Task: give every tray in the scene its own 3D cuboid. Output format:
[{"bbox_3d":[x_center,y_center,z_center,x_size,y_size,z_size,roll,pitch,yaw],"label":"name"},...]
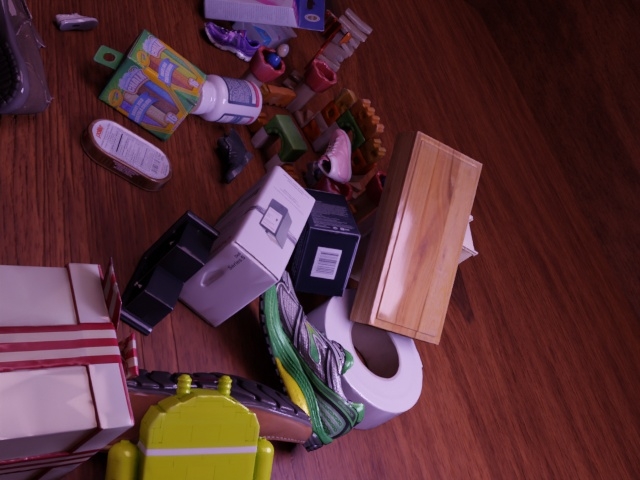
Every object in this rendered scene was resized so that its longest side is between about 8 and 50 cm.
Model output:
[{"bbox_3d":[0.210,-0.002,1.495,0.202,0.076,0.411,20,80,-33],"label":"tray"}]

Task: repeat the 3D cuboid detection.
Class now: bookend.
[{"bbox_3d":[-0.263,0.056,1.206,0.072,0.156,0.157,37,37,-20],"label":"bookend"}]

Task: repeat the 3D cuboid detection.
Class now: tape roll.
[{"bbox_3d":[0.086,0.248,1.486,0.286,0.100,0.286,30,38,-28],"label":"tape roll"}]

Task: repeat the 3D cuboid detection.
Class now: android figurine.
[{"bbox_3d":[-0.180,0.328,1.001,0.248,0.056,0.273,6,90,-29],"label":"android figurine"}]

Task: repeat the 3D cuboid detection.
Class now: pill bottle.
[{"bbox_3d":[-0.234,-0.331,1.642,0.180,0.108,0.108,-4,62,-51],"label":"pill bottle"}]

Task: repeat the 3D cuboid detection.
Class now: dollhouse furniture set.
[{"bbox_3d":[0.014,-0.556,2.008,0.135,0.262,0.259,42,34,-10],"label":"dollhouse furniture set"}]

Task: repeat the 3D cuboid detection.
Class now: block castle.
[{"bbox_3d":[0.001,-0.265,1.763,0.303,0.213,0.453,-5,62,-51],"label":"block castle"}]

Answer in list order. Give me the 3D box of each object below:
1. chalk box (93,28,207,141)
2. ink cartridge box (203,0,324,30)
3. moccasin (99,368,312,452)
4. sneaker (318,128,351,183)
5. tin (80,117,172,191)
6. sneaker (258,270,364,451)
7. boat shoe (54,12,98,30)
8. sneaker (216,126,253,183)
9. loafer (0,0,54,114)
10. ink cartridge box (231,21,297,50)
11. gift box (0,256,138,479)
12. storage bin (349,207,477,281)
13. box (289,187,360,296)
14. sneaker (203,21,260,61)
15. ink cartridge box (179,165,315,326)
[{"bbox_3d":[-0.368,-0.339,1.470,0.213,0.132,0.132,34,37,-24],"label":"chalk box"},{"bbox_3d":[-0.147,-0.714,1.987,0.330,0.071,0.324,4,44,-4],"label":"ink cartridge box"},{"bbox_3d":[-0.182,0.291,1.098,0.380,0.147,0.139,13,5,-38],"label":"moccasin"},{"bbox_3d":[0.029,-0.196,1.574,0.070,0.051,0.134,12,63,-38],"label":"sneaker"},{"bbox_3d":[-0.379,-0.171,1.389,0.189,0.040,0.106,31,35,-28],"label":"tin"},{"bbox_3d":[-0.024,0.209,1.324,0.146,0.134,0.344,-19,75,-10],"label":"sneaker"},{"bbox_3d":[-0.523,-0.472,1.503,0.100,0.035,0.035,-26,82,-49],"label":"boat shoe"},{"bbox_3d":[-0.208,-0.196,1.602,0.089,0.051,0.170,44,30,-11],"label":"sneaker"},{"bbox_3d":[-0.587,-0.378,1.284,0.130,0.133,0.366,33,38,-71],"label":"loafer"},{"bbox_3d":[-0.158,-0.602,2.024,0.104,0.061,0.181,53,35,4],"label":"ink cartridge box"},{"bbox_3d":[-0.388,0.153,0.882,0.258,0.255,0.277,7,60,-44],"label":"gift box"},{"bbox_3d":[0.193,0.001,1.696,0.260,0.262,0.123,27,43,-31],"label":"storage bin"},{"bbox_3d":[0.000,0.000,1.495,0.108,0.153,0.207,9,27,-12],"label":"box"},{"bbox_3d":[-0.235,-0.546,1.875,0.169,0.071,0.068,16,47,-40],"label":"sneaker"},{"bbox_3d":[-0.143,0.008,1.352,0.115,0.198,0.273,43,35,-15],"label":"ink cartridge box"}]
